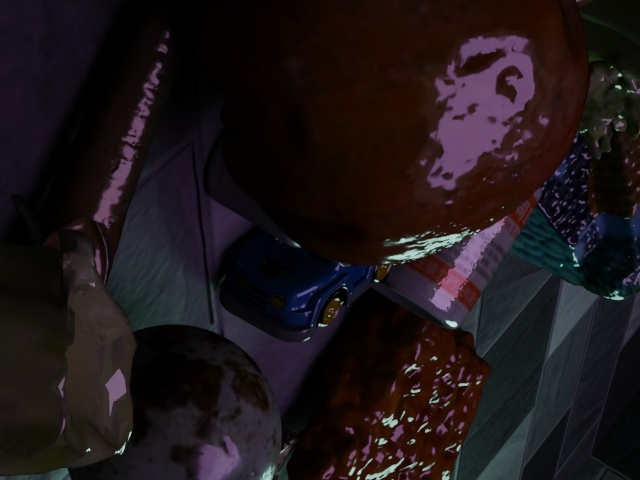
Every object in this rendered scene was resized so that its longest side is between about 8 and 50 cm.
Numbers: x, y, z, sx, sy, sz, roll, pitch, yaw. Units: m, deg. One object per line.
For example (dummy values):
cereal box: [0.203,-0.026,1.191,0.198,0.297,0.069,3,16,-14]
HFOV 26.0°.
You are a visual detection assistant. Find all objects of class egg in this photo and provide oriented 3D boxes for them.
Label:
egg: [-0.114,0.156,1.085,0.169,0.169,0.231,-51,168,-19]

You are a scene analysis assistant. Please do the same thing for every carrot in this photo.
carrot: [-0.157,-0.020,0.924,0.070,0.070,0.342,0,116,-64]

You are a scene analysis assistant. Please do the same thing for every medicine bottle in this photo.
medicine bottle: [0.141,-0.047,1.393,0.252,0.145,0.144,-60,157,-6]
medicine bottle: [-0.018,-0.038,1.092,0.080,0.130,0.080,-46,154,-30]

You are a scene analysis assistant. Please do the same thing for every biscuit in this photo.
biscuit: [0.075,0.217,1.588,0.318,0.111,0.312,-61,153,-6]

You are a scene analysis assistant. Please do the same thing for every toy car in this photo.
toy car: [0.000,0.000,1.218,0.191,0.097,0.100,-38,145,-41]

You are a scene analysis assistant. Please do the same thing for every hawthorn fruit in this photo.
hawthorn fruit: [0.070,-0.131,0.936,0.298,0.276,0.277,-15,152,3]

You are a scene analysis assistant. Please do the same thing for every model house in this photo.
model house: [0.319,-0.113,1.574,0.261,0.226,0.241,-54,149,-18]

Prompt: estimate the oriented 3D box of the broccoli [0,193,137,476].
broccoli: [-0.218,0.046,0.540,0.293,0.281,0.347,-74,158,-44]

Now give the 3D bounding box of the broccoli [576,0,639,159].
broccoli: [0.220,-0.225,1.180,0.277,0.338,0.317,-27,-167,-7]

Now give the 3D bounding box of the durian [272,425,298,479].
durian: [-0.080,0.228,1.360,0.110,0.071,0.140,-66,173,29]
